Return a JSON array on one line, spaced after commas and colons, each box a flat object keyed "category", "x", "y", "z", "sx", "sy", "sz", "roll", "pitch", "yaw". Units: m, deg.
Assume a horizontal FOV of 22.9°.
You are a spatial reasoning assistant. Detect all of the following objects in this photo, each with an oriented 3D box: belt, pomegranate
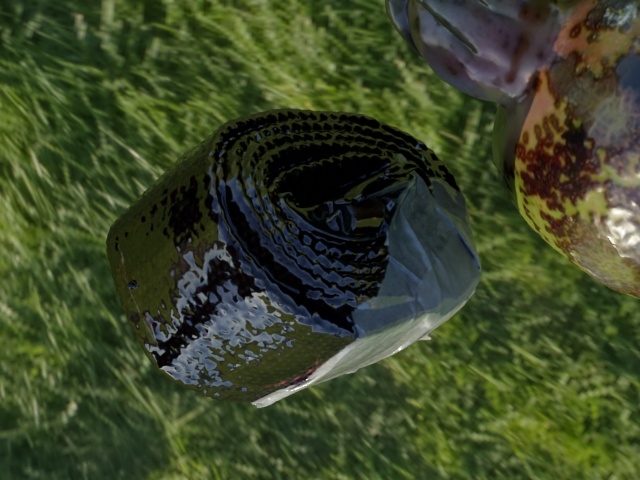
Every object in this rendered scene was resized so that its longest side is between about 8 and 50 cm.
[{"category": "belt", "x": 0.000, "y": 0.000, "z": 1.103, "sx": 0.164, "sy": 0.289, "sz": 0.184, "roll": -40, "pitch": 75, "yaw": 33}, {"category": "pomegranate", "x": 0.206, "y": -0.115, "z": 1.117, "sx": 0.341, "sy": 0.285, "sz": 0.285, "roll": 24, "pitch": 92, "yaw": -14}]
